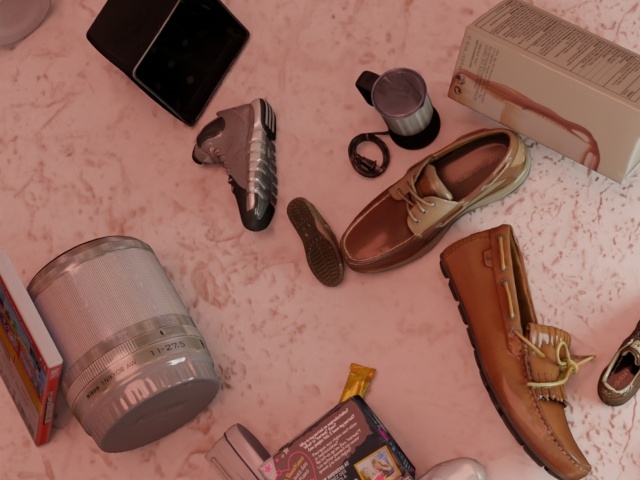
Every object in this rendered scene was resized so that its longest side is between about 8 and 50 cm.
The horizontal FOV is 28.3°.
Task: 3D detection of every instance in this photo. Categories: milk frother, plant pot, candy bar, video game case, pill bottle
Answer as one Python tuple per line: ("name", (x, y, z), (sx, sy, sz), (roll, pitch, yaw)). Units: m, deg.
("milk frother", (0.102, -0.175, 1.920), (0.129, 0.135, 0.143), (13, 77, 18))
("plant pot", (-0.259, -0.326, 2.045), (0.167, 0.188, 0.187), (27, 82, 33))
("candy bar", (0.037, 0.259, 1.870), (0.040, 0.018, 0.161), (17, 79, 21))
("video game case", (-0.449, 0.167, 1.898), (0.025, 0.285, 0.204), (-21, 66, -27))
("pill bottle", (-0.595, -0.478, 2.183), (0.152, 0.152, 0.272), (-39, 69, 1))

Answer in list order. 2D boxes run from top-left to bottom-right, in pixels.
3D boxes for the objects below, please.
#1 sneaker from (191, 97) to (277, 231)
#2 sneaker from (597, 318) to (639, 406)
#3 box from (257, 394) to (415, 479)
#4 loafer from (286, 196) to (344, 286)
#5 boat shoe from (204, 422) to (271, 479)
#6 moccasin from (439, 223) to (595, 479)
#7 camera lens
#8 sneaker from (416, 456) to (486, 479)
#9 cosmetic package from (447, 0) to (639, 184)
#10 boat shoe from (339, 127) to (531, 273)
("sneaker", (-0.140, -0.111, 2.000), (0.132, 0.086, 0.228), (-7, 62, 17))
("sneaker", (0.454, 0.151, 1.766), (0.066, 0.071, 0.188), (33, 85, 21))
("box", (0.025, 0.309, 1.721), (0.163, 0.247, 0.142), (-37, 81, 0))
("loafer", (0.000, 0.000, 1.941), (0.056, 0.050, 0.148), (-25, 85, 22))
("boat shoe", (-0.075, 0.385, 1.831), (0.084, 0.095, 0.258), (-42, 58, 4))
("moccasin", (0.297, 0.154, 1.781), (0.147, 0.139, 0.380), (-26, 60, 15))
("camera lens", (-0.300, 0.147, 1.882), (0.219, 0.219, 0.274), (-34, 69, 3))
("sneaker", (0.130, 0.382, 1.756), (0.232, 0.115, 0.090), (-37, 74, 2))
("cosmetic package", (0.355, -0.223, 1.845), (0.296, 0.129, 0.153), (31, 42, 22))
("boat shoe", (0.161, -0.071, 1.883), (0.324, 0.116, 0.123), (-36, 68, 2))
